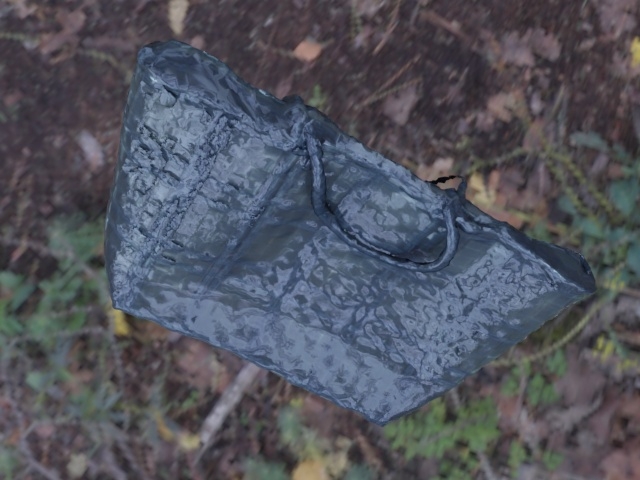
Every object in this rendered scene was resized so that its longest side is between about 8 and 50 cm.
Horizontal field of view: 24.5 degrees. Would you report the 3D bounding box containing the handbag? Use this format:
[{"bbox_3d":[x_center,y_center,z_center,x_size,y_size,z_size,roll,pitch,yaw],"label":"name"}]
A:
[{"bbox_3d":[0.000,0.000,0.813,0.270,0.088,0.175,26,140,-11],"label":"handbag"}]
